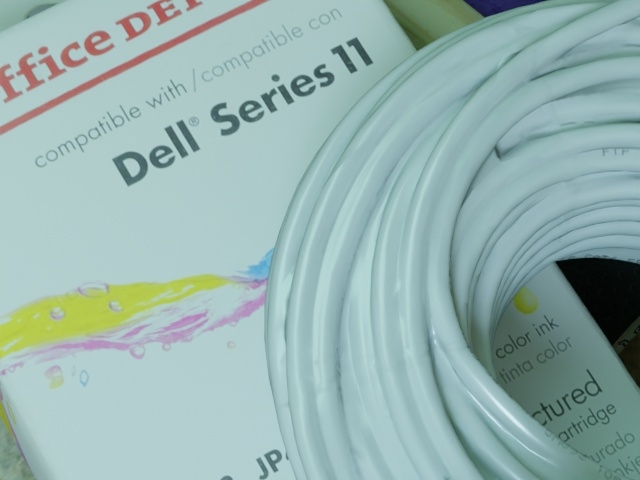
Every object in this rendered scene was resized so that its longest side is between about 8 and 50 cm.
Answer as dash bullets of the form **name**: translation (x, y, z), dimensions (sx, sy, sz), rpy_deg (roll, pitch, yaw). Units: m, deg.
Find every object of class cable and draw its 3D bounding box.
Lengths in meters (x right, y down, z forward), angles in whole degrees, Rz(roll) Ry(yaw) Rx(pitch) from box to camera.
- **cable**: translation (0.107, 0.037, 0.637), dimensions (0.257, 0.089, 0.257), rpy_deg (-13, 71, -11)

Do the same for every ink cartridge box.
- **ink cartridge box**: translation (-0.043, 0.005, 0.746), dimensions (0.207, 0.119, 0.353), rpy_deg (-29, 74, -13)

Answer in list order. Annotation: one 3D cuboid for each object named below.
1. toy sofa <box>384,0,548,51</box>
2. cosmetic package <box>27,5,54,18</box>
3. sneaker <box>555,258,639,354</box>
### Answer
- **toy sofa**: translation (0.165, -0.206, 0.948), dimensions (0.362, 0.150, 0.177), rpy_deg (-49, -3, -22)
- **cosmetic package**: translation (-0.274, -0.098, 1.183), dimensions (0.225, 0.224, 0.138), rpy_deg (-43, 35, -14)
- **sneaker**: translation (0.128, 0.007, 0.854), dimensions (0.270, 0.090, 0.145), rpy_deg (-41, -9, 34)
